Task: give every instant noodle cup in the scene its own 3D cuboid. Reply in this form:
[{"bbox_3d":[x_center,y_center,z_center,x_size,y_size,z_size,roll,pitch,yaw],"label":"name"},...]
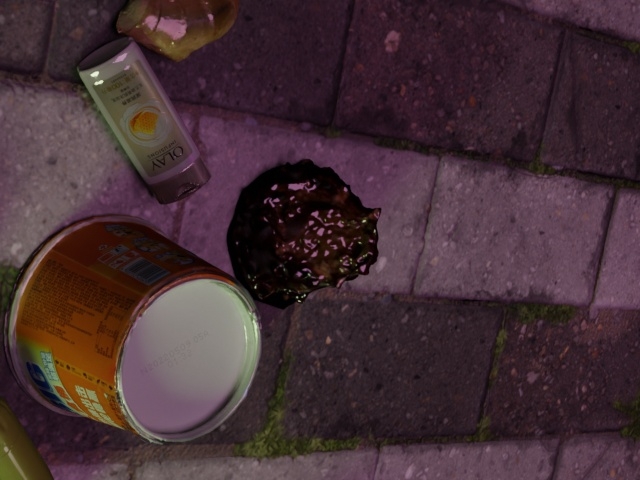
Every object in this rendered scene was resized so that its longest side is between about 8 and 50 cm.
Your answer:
[{"bbox_3d":[-0.229,0.125,1.727,0.296,0.214,0.296,-14,112,-39],"label":"instant noodle cup"}]

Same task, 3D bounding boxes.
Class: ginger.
[{"bbox_3d":[-0.181,-0.292,1.751,0.190,0.069,0.095,-28,89,-32],"label":"ginger"}]

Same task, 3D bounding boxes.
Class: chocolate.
[{"bbox_3d":[0.000,0.000,1.926,0.206,0.177,0.224,22,85,-44],"label":"chocolate"}]

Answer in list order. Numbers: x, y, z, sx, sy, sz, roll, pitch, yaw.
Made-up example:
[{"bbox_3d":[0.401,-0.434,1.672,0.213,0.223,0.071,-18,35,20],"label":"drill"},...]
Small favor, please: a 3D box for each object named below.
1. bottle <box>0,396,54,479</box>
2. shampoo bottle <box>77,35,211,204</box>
[{"bbox_3d":[-0.397,0.314,1.699,0.112,0.112,0.260,-41,126,-26],"label":"bottle"},{"bbox_3d":[-0.228,-0.154,1.749,0.086,0.056,0.227,-28,124,-1],"label":"shampoo bottle"}]
